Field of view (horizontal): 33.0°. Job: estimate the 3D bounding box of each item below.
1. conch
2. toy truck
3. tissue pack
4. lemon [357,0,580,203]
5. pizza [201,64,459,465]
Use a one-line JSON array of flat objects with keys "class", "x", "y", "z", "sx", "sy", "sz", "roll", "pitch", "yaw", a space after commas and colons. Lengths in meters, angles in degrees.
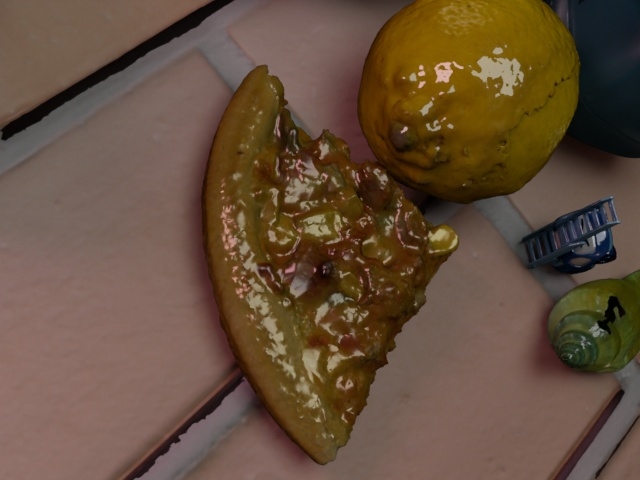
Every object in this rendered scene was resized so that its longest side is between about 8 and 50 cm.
[{"class": "conch", "x": 0.288, "y": 0.088, "z": 1.103, "sx": 0.200, "sy": 0.079, "sz": 0.095, "roll": -9, "pitch": 95, "yaw": -41}, {"class": "toy truck", "x": 0.268, "y": -0.008, "z": 1.085, "sx": 0.074, "sy": 0.136, "sz": 0.063, "roll": -2, "pitch": 71, "yaw": -32}, {"class": "tissue pack", "x": 0.336, "y": -0.237, "z": 1.183, "sx": 0.198, "sy": 0.206, "sz": 0.287, "roll": 21, "pitch": 63, "yaw": -32}, {"class": "lemon", "x": 0.142, "y": -0.141, "z": 1.027, "sx": 0.204, "sy": 0.204, "sz": 0.260, "roll": 55, "pitch": 45, "yaw": -1}, {"class": "pizza", "x": -0.025, "y": 0.016, "z": 0.940, "sx": 0.258, "sy": 0.087, "sz": 0.268, "roll": 39, "pitch": 59, "yaw": -9}]
